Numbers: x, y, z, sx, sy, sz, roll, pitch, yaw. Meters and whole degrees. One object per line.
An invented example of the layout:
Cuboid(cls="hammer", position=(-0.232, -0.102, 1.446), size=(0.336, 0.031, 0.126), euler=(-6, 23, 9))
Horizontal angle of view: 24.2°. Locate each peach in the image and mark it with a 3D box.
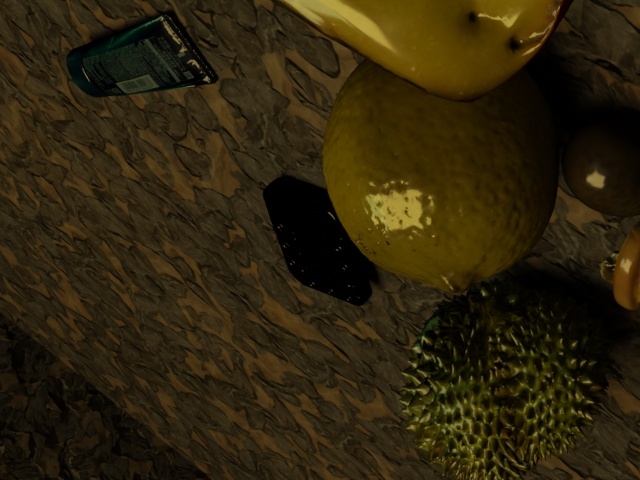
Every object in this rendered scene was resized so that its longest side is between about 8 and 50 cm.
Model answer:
Cuboid(cls="peach", position=(0.092, -0.316, 1.287), size=(0.306, 0.242, 0.380), euler=(11, 134, 12))

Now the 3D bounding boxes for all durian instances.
Cuboid(cls="durian", position=(0.219, 0.166, 1.823), size=(0.224, 0.291, 0.291), euler=(40, 155, -2))

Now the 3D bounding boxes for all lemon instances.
Cuboid(cls="lemon", position=(0.126, -0.085, 1.562), size=(0.267, 0.267, 0.267), euler=(34, 153, 20))

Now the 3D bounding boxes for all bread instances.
Cuboid(cls="bread", position=(0.385, 0.045, 1.595), size=(0.177, 0.084, 0.119), euler=(25, 150, 27))

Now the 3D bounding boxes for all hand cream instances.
Cuboid(cls="hand cream", position=(-0.260, -0.252, 2.115), size=(0.270, 0.061, 0.120), euler=(-2, 131, 50))

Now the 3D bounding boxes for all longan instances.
Cuboid(cls="longan", position=(0.300, -0.074, 1.520), size=(0.113, 0.092, 0.113), euler=(23, 138, 23))

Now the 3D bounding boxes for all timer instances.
Cuboid(cls="timer", position=(0.000, 0.000, 2.126), size=(0.144, 0.055, 0.187), euler=(20, 142, 37))
